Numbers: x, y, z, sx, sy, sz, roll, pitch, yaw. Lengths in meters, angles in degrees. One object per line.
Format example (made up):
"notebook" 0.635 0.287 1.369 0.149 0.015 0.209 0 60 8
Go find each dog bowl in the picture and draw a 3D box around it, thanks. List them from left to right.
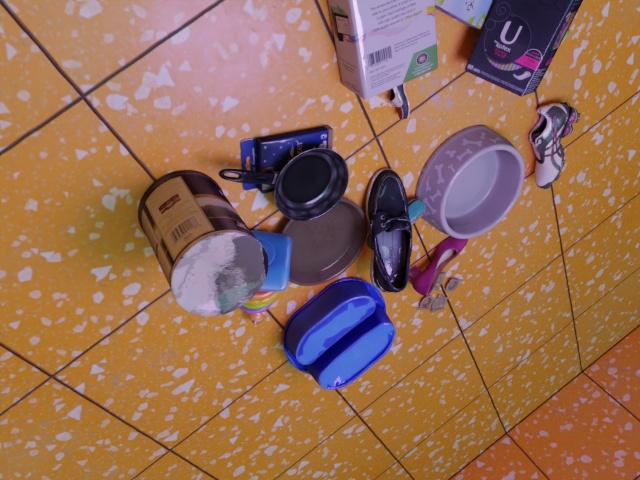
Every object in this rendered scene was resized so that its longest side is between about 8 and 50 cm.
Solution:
"dog bowl" 0.450 -0.157 1.651 0.349 0.102 0.348 -17 129 -21

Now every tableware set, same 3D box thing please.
"tableware set" 0.403 0.180 1.915 0.141 0.020 0.168 6 117 -35

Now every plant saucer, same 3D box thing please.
"plant saucer" 0.000 0.000 1.521 0.278 0.041 0.278 -16 128 -21

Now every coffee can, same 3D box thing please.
"coffee can" -0.256 0.000 1.197 0.201 0.275 0.201 -17 129 -22

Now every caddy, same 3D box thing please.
"caddy" 0.053 0.269 1.656 0.341 0.179 0.241 -39 111 -2

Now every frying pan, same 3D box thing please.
"frying pan" -0.082 -0.121 1.327 0.326 0.053 0.197 -15 130 -21

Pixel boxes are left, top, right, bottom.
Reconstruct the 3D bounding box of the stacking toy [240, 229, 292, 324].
"stacking toy" -0.167 0.124 1.448 0.166 0.175 0.302 5 141 -3

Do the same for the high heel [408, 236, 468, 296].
"high heel" 0.388 0.079 1.767 0.244 0.117 0.082 -30 132 -10

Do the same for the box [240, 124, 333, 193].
"box" -0.077 -0.190 1.341 0.225 0.036 0.136 -14 128 -22

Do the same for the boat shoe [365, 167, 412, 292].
"boat shoe" 0.193 -0.020 1.505 0.127 0.113 0.340 1 99 -18

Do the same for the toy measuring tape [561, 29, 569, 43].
"toy measuring tape" 0.628 -0.583 1.453 0.330 0.121 0.121 -39 133 -3

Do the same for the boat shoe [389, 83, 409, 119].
"boat shoe" 0.187 -0.356 1.381 0.043 0.049 0.137 -26 129 -10

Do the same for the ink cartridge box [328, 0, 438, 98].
"ink cartridge box" 0.135 -0.480 1.211 0.201 0.117 0.278 -26 132 -14

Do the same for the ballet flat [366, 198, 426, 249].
"ballet flat" 0.215 -0.041 1.607 0.206 0.067 0.073 -36 91 -6

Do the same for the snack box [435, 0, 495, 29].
"snack box" 0.325 -0.603 1.278 0.207 0.070 0.174 7 116 -38

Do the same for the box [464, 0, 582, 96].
"box" 0.492 -0.506 1.347 0.143 0.165 0.270 -28 145 -54

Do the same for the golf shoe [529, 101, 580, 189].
"golf shoe" 0.688 -0.290 1.725 0.120 0.105 0.273 -1 117 -13
